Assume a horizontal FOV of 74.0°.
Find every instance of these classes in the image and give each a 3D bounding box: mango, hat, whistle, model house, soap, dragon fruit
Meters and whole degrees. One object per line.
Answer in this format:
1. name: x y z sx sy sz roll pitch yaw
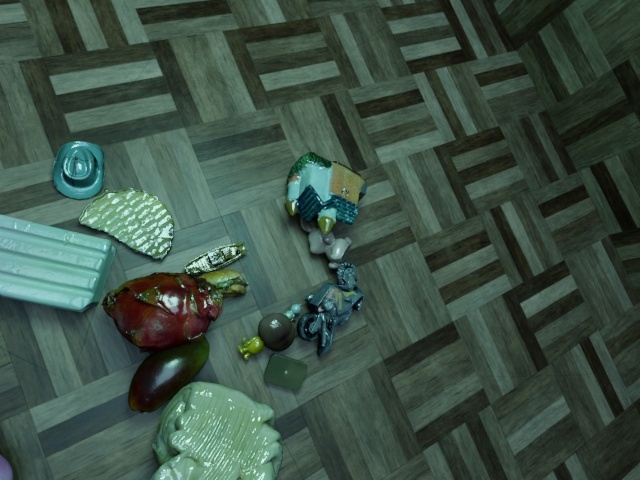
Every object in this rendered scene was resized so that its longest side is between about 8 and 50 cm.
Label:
1. mango: -0.431 0.367 1.208 0.133 0.111 0.267 40 59 15
2. hat: -0.720 -0.223 1.268 0.138 0.078 0.190 2 76 -18
3. whistle: -0.101 0.244 1.395 0.100 0.035 0.035 -44 94 -10
4. model house: 0.006 -0.118 1.396 0.253 0.184 0.291 27 44 -20
5. soap: -0.774 0.064 1.156 0.347 0.115 0.208 15 71 -16
6. dragon fruit: -0.435 0.195 1.175 0.315 0.250 0.250 6 75 -20

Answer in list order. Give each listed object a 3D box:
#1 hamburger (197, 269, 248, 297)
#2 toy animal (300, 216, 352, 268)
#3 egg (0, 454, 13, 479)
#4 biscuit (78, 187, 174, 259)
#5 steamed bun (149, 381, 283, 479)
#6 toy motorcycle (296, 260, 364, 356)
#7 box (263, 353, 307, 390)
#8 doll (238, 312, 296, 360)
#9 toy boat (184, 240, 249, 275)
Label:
1. hamburger: -0.304 0.126 1.319 0.176 0.102 0.087 1 64 -19
2. toy animal: -0.001 0.002 1.463 0.212 0.124 0.124 34 66 15
3. egg: -0.863 0.553 0.964 0.271 0.196 0.196 28 68 -26
4. biscuit: -0.567 -0.066 1.306 0.274 0.036 0.187 30 69 -10
5. steamed bun: -0.285 0.584 1.126 0.352 0.247 0.339 22 42 -4
6. toy motorcycle: 0.047 0.222 1.407 0.307 0.108 0.173 -52 121 -19
7. box: -0.111 0.413 1.343 0.126 0.031 0.091 20 86 -13
8. doll: -0.165 0.292 1.320 0.188 0.096 0.145 -10 121 -18
9. toy boat: -0.327 0.054 1.343 0.206 0.072 0.064 -24 86 -23
